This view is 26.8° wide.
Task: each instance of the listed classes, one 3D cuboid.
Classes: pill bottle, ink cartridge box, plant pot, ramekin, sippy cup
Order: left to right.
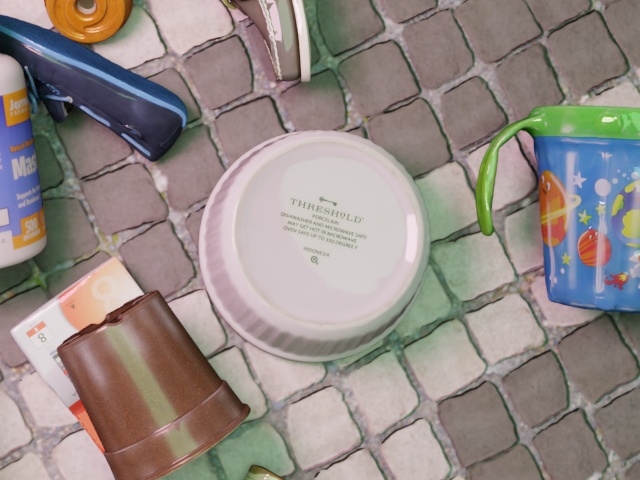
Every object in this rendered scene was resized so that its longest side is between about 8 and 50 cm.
[{"bbox_3d":[-0.379,-0.113,1.411,0.152,0.152,0.272,-7,106,-9],"label":"pill bottle"},{"bbox_3d":[-0.236,0.130,1.498,0.145,0.045,0.179,-36,86,-10],"label":"ink cartridge box"},{"bbox_3d":[-0.187,0.153,1.429,0.167,0.167,0.165,-31,95,-11],"label":"plant pot"},{"bbox_3d":[0.000,0.000,1.505,0.272,0.127,0.273,1,83,-8],"label":"ramekin"},{"bbox_3d":[0.347,-0.033,1.522,0.305,0.240,0.224,5,93,30],"label":"sippy cup"}]

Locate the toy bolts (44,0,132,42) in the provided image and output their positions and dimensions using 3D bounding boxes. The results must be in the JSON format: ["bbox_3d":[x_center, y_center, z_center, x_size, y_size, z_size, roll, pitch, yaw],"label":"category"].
[{"bbox_3d":[-0.285,-0.366,1.535,0.228,0.158,0.218,20,121,-15],"label":"toy bolts"}]

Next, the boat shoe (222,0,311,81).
[{"bbox_3d":[-0.081,-0.317,1.547,0.091,0.109,0.305,-14,79,-9],"label":"boat shoe"}]

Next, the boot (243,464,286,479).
[{"bbox_3d":[-0.028,0.369,1.480,0.213,0.077,0.165,33,79,2],"label":"boot"}]

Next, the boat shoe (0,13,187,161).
[{"bbox_3d":[-0.278,-0.166,1.498,0.258,0.109,0.089,28,107,-4],"label":"boat shoe"}]
